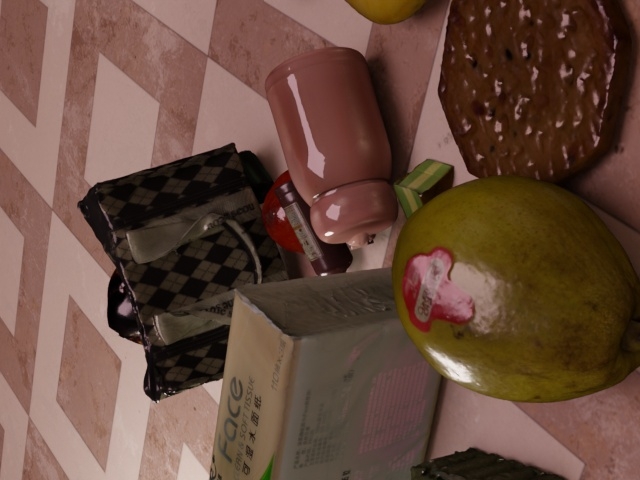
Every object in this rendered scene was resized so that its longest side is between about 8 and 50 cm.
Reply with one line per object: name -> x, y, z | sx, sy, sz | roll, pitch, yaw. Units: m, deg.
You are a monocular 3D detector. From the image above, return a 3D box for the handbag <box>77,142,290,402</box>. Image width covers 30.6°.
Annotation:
handbag -> -0.227, 0.061, 2.086 | 0.180, 0.317, 0.416 | -30, 81, 58

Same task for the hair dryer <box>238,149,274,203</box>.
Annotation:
hair dryer -> -0.145, -0.069, 2.244 | 0.100, 0.057, 0.197 | 56, 142, 38

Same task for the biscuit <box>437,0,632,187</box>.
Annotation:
biscuit -> 0.283, -0.233, 1.591 | 0.359, 0.046, 0.359 | 14, 106, 54

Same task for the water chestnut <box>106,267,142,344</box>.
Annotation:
water chestnut -> -0.291, 0.106, 2.314 | 0.289, 0.289, 0.244 | 8, 69, 55

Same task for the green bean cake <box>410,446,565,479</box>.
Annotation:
green bean cake -> 0.241, 0.443, 1.683 | 0.241, 0.132, 0.255 | 9, 102, 51

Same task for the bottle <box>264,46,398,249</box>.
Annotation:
bottle -> 0.029, -0.141, 1.886 | 0.206, 0.173, 0.296 | 92, 161, -77

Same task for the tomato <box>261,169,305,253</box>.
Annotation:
tomato -> -0.055, -0.054, 2.072 | 0.139, 0.091, 0.159 | -6, 87, 53

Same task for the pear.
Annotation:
pear -> 0.265, 0.072, 1.473 | 0.375, 0.287, 0.287 | 23, 114, 38

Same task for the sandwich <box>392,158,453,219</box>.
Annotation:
sandwich -> 0.176, -0.055, 1.808 | 0.074, 0.074, 0.116 | 25, 147, 51

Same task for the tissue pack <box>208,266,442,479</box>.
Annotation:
tissue pack -> 0.009, 0.266, 1.811 | 0.205, 0.332, 0.404 | 34, 121, 46

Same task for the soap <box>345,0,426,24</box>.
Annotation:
soap -> 0.121, -0.532, 1.725 | 0.306, 0.115, 0.427 | 50, 134, 34

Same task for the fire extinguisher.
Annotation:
fire extinguisher -> 0.000, 0.000, 1.987 | 0.231, 0.071, 0.099 | 63, 168, -4
